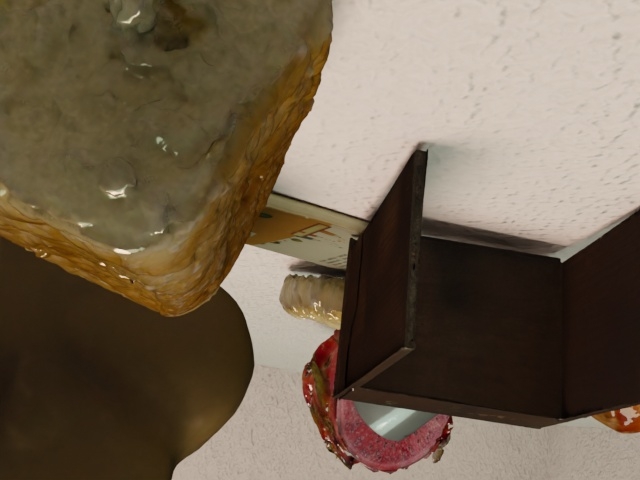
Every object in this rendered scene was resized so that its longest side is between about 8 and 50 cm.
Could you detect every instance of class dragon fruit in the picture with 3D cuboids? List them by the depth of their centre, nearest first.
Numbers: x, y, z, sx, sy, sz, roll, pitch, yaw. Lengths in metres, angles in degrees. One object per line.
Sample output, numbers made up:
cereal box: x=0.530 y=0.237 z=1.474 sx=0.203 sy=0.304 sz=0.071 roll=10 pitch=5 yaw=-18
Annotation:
dragon fruit: x=0.104 y=0.298 z=1.654 sx=0.296 sy=0.314 sz=0.263 roll=-10 pitch=-171 yaw=-20

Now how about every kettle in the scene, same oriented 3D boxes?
kettle: x=0.208 y=0.232 z=1.408 sx=0.211 sy=0.159 sz=0.243 roll=1 pitch=147 yaw=-49

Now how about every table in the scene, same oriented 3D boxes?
table: x=0.166 y=0.063 z=0.787 sx=0.251 sy=0.196 sz=0.282 roll=11 pitch=160 yaw=-6

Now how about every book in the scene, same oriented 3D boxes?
book: x=0.000 y=0.000 z=1.008 sx=0.296 sy=0.020 sz=0.208 roll=16 pitch=164 yaw=-24

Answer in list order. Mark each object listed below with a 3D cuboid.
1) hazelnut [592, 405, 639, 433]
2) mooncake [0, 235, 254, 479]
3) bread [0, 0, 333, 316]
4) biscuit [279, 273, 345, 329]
hazelnut: x=0.483 y=0.212 z=1.219 sx=0.182 sy=0.182 sz=0.182 roll=9 pitch=165 yaw=2
mooncake: x=-0.311 y=0.107 z=0.807 sx=0.467 sy=0.466 sz=0.262 roll=14 pitch=151 yaw=-15
bread: x=-0.105 y=-0.077 z=0.442 sx=0.176 sy=0.195 sz=0.246 roll=28 pitch=165 yaw=0
biscuit: x=0.061 y=0.099 z=1.158 sx=0.281 sy=0.084 sz=0.179 roll=8 pitch=178 yaw=15
